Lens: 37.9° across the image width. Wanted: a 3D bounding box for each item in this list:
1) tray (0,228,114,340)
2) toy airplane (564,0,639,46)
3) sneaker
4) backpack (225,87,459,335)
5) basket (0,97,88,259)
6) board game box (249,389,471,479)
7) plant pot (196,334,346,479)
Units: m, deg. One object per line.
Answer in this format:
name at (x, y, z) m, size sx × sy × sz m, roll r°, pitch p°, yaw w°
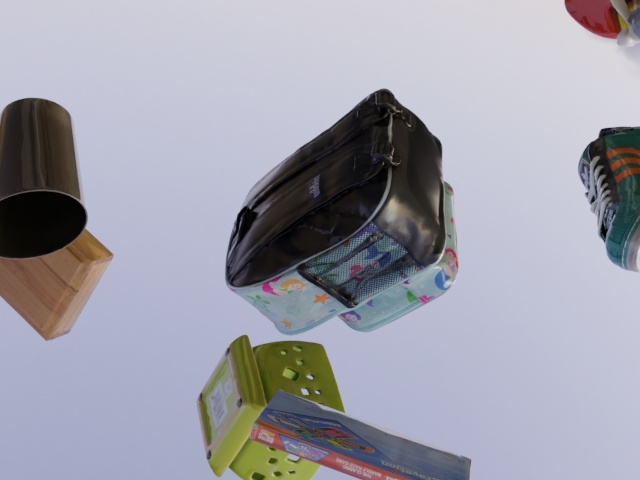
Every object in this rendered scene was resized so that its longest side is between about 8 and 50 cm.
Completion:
tray at (-0.601, -0.020, 1.782) m, size 0.411 × 0.203 × 0.076 m, roll 40°, pitch -157°, yaw 14°
toy airplane at (0.589, -0.352, 1.361) m, size 0.385 × 0.273 × 0.384 m, roll -2°, pitch -173°, yaw -1°
sneaker at (0.375, -0.059, 1.164) m, size 0.121 × 0.108 × 0.302 m, roll 13°, pitch -147°, yaw 20°
backpack at (0.021, -0.013, 1.017) m, size 0.191 × 0.253 × 0.225 m, roll 45°, pitch -150°, yaw -31°
basket at (-0.474, -0.113, 1.541) m, size 0.154 × 0.204 × 0.227 m, roll 35°, pitch -144°, yaw -44°
board game box at (0.058, 0.272, 1.213) m, size 0.281 × 0.027 × 0.145 m, roll 18°, pitch -171°, yaw 8°
plant pot at (-0.106, 0.326, 1.769) m, size 0.207 × 0.227 × 0.228 m, roll 17°, pitch -150°, yaw -28°
